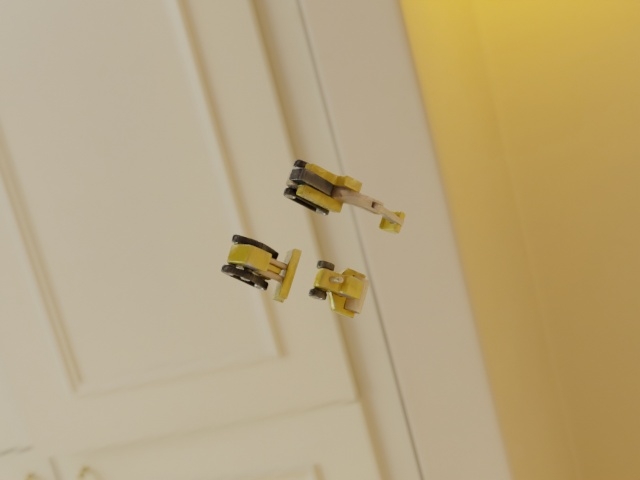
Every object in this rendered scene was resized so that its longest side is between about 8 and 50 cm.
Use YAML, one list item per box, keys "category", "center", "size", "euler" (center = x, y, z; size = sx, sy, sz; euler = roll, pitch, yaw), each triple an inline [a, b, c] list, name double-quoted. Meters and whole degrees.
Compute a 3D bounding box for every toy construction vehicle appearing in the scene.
- category: "toy construction vehicle"
  center: [0.000, 0.000, 0.824]
  size: [0.035, 0.098, 0.086]
  euler: [-4, -118, 58]
